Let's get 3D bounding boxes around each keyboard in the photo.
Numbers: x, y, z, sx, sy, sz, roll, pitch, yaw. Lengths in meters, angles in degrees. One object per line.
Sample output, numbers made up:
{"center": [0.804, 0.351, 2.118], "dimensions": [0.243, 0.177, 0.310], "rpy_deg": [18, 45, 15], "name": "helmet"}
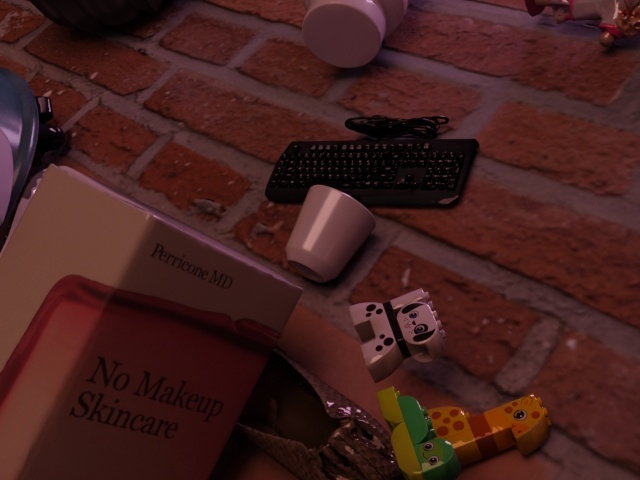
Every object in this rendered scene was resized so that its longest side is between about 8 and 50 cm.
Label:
{"center": [0.040, -0.078, 0.725], "dimensions": [0.192, 0.038, 0.100], "rpy_deg": [3, 53, 29], "name": "keyboard"}

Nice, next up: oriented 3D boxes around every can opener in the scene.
{"center": [-0.381, -0.110, 0.964], "dimensions": [0.186, 0.059, 0.073], "rpy_deg": [-16, 62, 23], "name": "can opener"}

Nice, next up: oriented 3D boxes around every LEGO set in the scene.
{"center": [0.095, 0.122, 0.484], "dimensions": [0.093, 0.087, 0.227], "rpy_deg": [-22, 38, 4], "name": "LEGO set"}

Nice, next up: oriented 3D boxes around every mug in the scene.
{"center": [0.003, 0.001, 0.669], "dimensions": [0.062, 0.078, 0.064], "rpy_deg": [28, 73, 6], "name": "mug"}

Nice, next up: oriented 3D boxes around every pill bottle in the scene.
{"center": [0.044, -0.272, 0.847], "dimensions": [0.108, 0.108, 0.193], "rpy_deg": [-2, 51, 27], "name": "pill bottle"}

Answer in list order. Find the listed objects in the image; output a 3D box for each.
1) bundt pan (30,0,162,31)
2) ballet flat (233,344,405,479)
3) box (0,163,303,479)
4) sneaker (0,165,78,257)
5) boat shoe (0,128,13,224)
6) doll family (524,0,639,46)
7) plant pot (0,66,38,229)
{"center": [-0.271, -0.411, 1.129], "dimensions": [0.331, 0.124, 0.330], "rpy_deg": [-15, 46, 16], "name": "bundt pan"}
{"center": [-0.044, 0.110, 0.583], "dimensions": [0.250, 0.058, 0.084], "rpy_deg": [27, 66, 41], "name": "ballet flat"}
{"center": [-0.143, 0.092, 0.536], "dimensions": [0.127, 0.149, 0.232], "rpy_deg": [24, 87, 43], "name": "box"}
{"center": [-0.224, 0.037, 0.740], "dimensions": [0.124, 0.107, 0.283], "rpy_deg": [7, 37, -6], "name": "sneaker"}
{"center": [-0.359, 0.007, 0.679], "dimensions": [0.108, 0.102, 0.301], "rpy_deg": [6, 64, 26], "name": "boat shoe"}
{"center": [0.297, -0.296, 0.725], "dimensions": [0.163, 0.118, 0.263], "rpy_deg": [18, 61, 38], "name": "doll family"}
{"center": [-0.526, -0.127, 0.806], "dimensions": [0.341, 0.334, 0.341], "rpy_deg": [-14, 58, 24], "name": "plant pot"}
